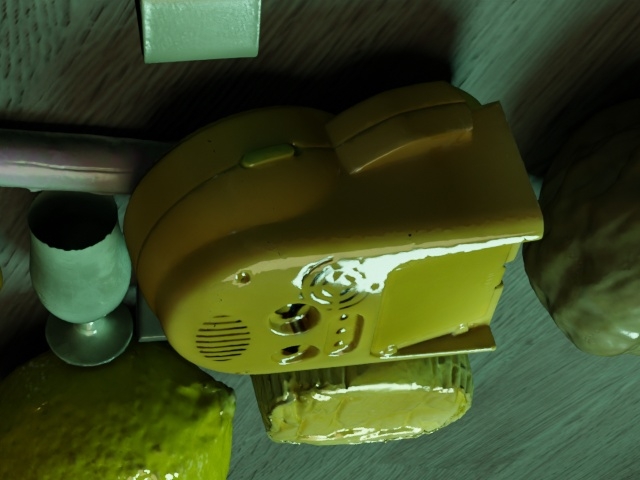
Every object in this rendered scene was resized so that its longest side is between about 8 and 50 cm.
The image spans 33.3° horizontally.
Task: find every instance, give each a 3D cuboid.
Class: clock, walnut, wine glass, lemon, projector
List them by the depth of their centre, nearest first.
[{"bbox_3d":[-0.087,-0.176,0.745,0.082,0.083,0.083,-6,145,-11],"label":"projector"},{"bbox_3d":[0.000,0.000,0.908,0.316,0.200,0.244,-12,144,-14],"label":"clock"},{"bbox_3d":[0.320,-0.014,0.988,0.273,0.227,0.273,-9,150,-5],"label":"walnut"},{"bbox_3d":[-0.221,0.032,0.995,0.092,0.093,0.202,-6,148,-10],"label":"wine glass"},{"bbox_3d":[-0.228,0.225,1.137,0.310,0.254,0.253,-23,145,14],"label":"lemon"}]

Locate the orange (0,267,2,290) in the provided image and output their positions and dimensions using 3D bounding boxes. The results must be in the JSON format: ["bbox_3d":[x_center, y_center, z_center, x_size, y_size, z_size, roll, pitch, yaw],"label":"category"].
[{"bbox_3d":[-0.330,0.032,0.975,0.085,0.085,0.085,-9,146,-6],"label":"orange"}]

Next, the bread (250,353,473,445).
[{"bbox_3d":[0.043,0.143,1.207,0.250,0.133,0.179,-4,146,-12],"label":"bread"}]

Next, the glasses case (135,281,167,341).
[{"bbox_3d":[-0.095,0.066,1.105,0.190,0.072,0.042,-2,162,-15],"label":"glasses case"}]

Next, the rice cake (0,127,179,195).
[{"bbox_3d":[-0.217,-0.065,0.892,0.269,0.049,0.055,3,148,-24],"label":"rice cake"}]
